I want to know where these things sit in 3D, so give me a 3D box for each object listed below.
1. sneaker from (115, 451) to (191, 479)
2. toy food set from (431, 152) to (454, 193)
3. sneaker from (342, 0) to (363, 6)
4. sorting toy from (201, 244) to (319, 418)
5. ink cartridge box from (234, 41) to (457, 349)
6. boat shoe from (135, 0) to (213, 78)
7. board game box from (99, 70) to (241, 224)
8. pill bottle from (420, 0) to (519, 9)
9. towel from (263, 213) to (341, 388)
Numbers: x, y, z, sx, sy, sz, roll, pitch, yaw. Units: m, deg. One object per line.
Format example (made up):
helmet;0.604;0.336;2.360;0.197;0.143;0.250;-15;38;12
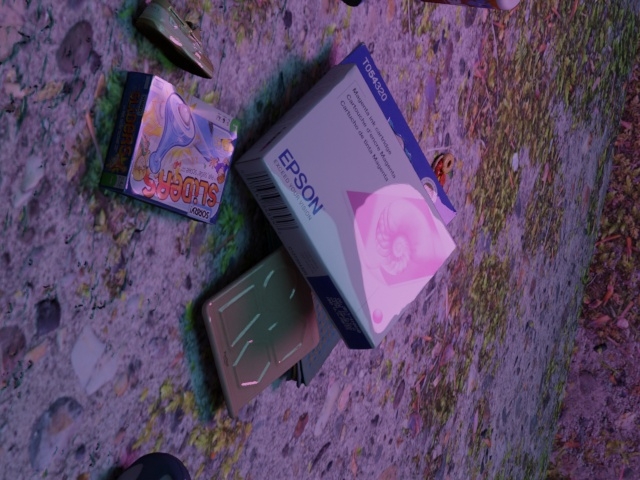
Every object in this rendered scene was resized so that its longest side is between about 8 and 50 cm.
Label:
sneaker;-0.251;0.359;1.244;0.319;0.112;0.131;-61;152;-33
toy food set;0.230;-0.121;2.097;0.083;0.020;0.083;-39;134;-53
sneaker;0.068;-0.417;1.606;0.073;0.063;0.162;11;91;-67
sorting toy;-0.082;0.115;1.528;0.208;0.038;0.193;-41;134;-38
ink cartridge box;0.069;-0.072;1.567;0.330;0.071;0.324;-48;117;-34
boat shoe;-0.156;-0.228;1.254;0.045;0.050;0.135;-67;152;-11
board game box;-0.170;-0.103;1.294;0.201;0.035;0.136;20;83;-63
pill bottle;0.199;-0.422;1.689;0.121;0.216;0.121;-35;131;-53
towel;0.000;0.000;1.677;0.271;0.040;0.370;-48;139;-47
